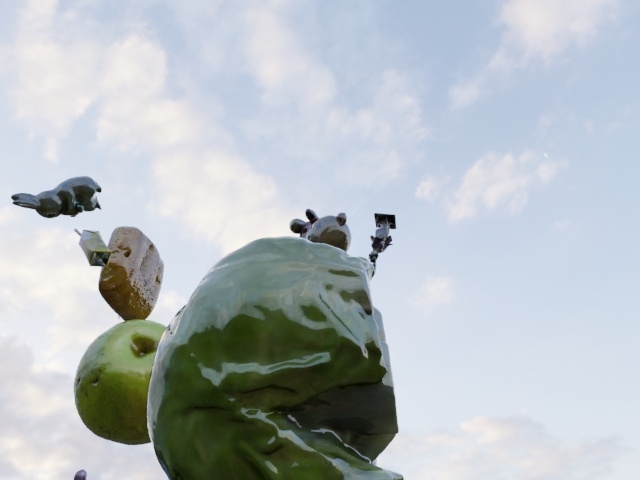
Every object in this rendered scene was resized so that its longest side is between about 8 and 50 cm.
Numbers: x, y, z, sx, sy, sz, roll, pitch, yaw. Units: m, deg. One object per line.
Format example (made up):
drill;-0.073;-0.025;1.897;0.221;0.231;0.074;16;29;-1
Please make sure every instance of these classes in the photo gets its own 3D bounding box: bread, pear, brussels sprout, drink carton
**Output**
bread;-0.740;0.146;1.939;0.147;0.328;0.337;-7;-41;3
pear;-0.574;0.456;1.512;0.390;0.391;0.391;-4;-43;-4
brussels sprout;-0.070;0.218;0.739;0.360;0.426;0.342;-6;-24;3
drink carton;-0.805;0.014;1.702;0.074;0.200;0.084;4;-62;-44

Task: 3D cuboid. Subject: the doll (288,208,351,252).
doll;0.000;0.000;1.918;0.174;0.235;0.330;12;-3;-31

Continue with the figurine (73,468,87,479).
figurine;-0.379;0.510;0.807;0.205;0.260;0.103;-36;-25;-14

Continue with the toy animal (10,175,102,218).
toy animal;-0.834;-0.128;1.531;0.251;0.127;0.126;-18;-70;-37

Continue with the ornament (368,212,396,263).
ornament;0.213;-0.008;1.718;0.088;0.203;0.081;7;-43;21
